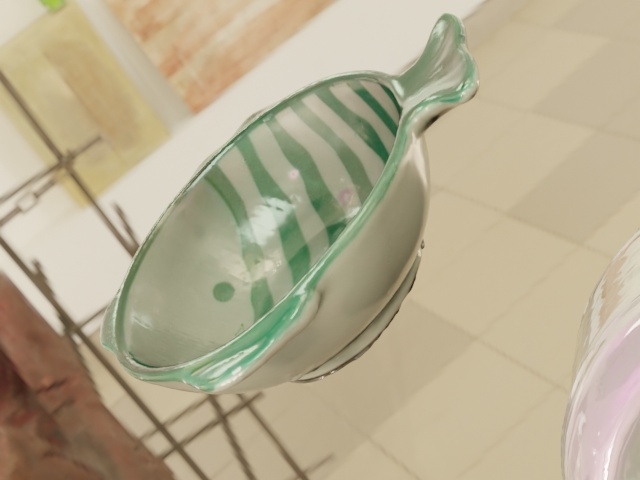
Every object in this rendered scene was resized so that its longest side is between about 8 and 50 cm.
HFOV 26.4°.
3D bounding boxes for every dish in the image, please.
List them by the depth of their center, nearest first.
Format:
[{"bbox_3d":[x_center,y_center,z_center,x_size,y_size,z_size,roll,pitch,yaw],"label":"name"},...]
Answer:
[{"bbox_3d":[0.000,0.000,0.690,0.246,0.078,0.224,-38,27,19],"label":"dish"}]

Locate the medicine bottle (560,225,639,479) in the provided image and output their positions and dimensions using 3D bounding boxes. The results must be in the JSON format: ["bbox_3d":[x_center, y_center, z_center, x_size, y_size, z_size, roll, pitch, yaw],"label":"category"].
[{"bbox_3d":[0.267,0.079,0.782,0.241,0.241,0.302,-25,10,21],"label":"medicine bottle"}]
